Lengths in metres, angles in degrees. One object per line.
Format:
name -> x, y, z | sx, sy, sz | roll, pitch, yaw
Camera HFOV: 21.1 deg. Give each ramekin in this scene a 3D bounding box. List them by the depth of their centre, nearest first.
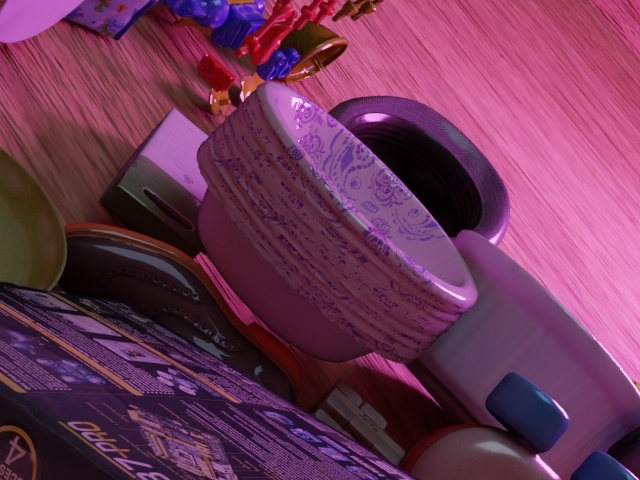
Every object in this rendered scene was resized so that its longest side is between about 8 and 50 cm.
ramekin -> 0.191, 0.133, 1.738 | 0.277, 0.135, 0.277 | 46, -6, 6

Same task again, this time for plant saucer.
plant saucer -> -0.322, -0.022, 1.401 | 0.241, 0.037, 0.241 | 27, 31, -18

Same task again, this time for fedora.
fedora -> 0.080, -0.041, 1.970 | 0.244, 0.124, 0.275 | 44, 33, 5

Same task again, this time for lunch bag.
lunch bag -> -0.267, -0.313, 1.908 | 0.129, 0.096, 0.151 | 18, 45, -44

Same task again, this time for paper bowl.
paper bowl -> 0.000, 0.000, 1.595 | 0.284, 0.148, 0.284 | 43, 12, -12

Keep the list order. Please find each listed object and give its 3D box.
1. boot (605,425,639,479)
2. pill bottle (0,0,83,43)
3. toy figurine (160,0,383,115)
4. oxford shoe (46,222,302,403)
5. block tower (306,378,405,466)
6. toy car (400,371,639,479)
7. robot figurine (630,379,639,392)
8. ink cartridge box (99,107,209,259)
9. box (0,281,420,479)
boot -> 0.384, 0.329, 1.702 | 0.222, 0.118, 0.338 | 63, -1, 40
pill bottle -> -0.377, -0.383, 1.714 | 0.363, 0.210, 0.210 | 48, 25, 7
toy figurine -> -0.092, -0.302, 2.066 | 0.217, 0.191, 0.362 | 43, 23, 9
oxford shoe -> -0.128, 0.084, 1.494 | 0.271, 0.097, 0.098 | 35, 32, -17
block tower -> -0.023, 0.230, 1.418 | 0.091, 0.097, 0.335 | 43, 25, 0
toy car -> 0.142, 0.246, 1.582 | 0.210, 0.219, 0.238 | 43, -6, -12
robot figurine -> 0.335, 0.205, 1.981 | 0.101, 0.115, 0.067 | 25, 30, -37
ink cartridge box -> -0.147, -0.042, 1.699 | 0.109, 0.062, 0.209 | 40, 25, -9
box -> -0.137, 0.135, 1.195 | 0.395, 0.097, 0.318 | 28, 8, 38
